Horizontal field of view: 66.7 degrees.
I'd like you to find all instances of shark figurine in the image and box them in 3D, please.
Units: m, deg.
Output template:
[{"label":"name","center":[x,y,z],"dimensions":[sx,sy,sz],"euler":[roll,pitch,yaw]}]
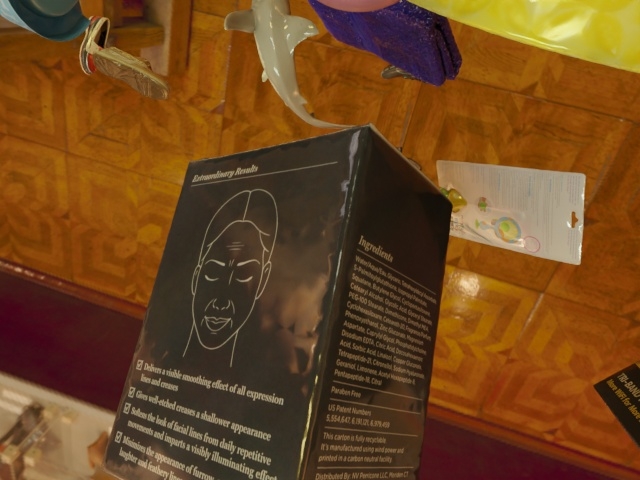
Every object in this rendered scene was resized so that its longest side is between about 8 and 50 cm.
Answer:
[{"label":"shark figurine","center":[-0.037,-0.284,0.757],"dimensions":[0.116,0.166,0.278],"euler":[-7,115,33]}]

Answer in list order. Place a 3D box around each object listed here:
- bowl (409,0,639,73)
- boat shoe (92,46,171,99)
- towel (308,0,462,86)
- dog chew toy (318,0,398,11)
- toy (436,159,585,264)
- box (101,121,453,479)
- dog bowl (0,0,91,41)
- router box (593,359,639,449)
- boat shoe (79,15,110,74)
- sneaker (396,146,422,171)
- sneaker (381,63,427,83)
[{"label":"bowl","center":[0.198,-0.232,0.339],"dimensions":[0.290,0.289,0.155],"euler":[17,125,5]},{"label":"boat shoe","center":[-0.292,-0.271,0.773],"dimensions":[0.136,0.045,0.050],"euler":[29,146,1]},{"label":"towel","center":[0.118,-0.417,0.958],"dimensions":[0.308,0.228,0.076],"euler":[34,97,27]},{"label":"dog chew toy","center":[0.022,-0.358,0.459],"dimensions":[0.207,0.332,0.206],"euler":[2,95,17]},{"label":"toy","center":[0.297,-0.058,0.766],"dimensions":[0.237,0.056,0.136],"euler":[15,124,45]},{"label":"box","center":[-0.041,0.104,0.580],"dimensions":[0.294,0.395,0.212],"euler":[-1,160,40]},{"label":"dog bowl","center":[-0.400,-0.446,0.747],"dimensions":[0.074,0.297,0.166],"euler":[15,158,19]},{"label":"router box","center":[0.409,0.162,0.398],"dimensions":[0.243,0.309,0.081],"euler":[-36,94,14]},{"label":"boat shoe","center":[-0.525,-0.456,1.139],"dimensions":[0.043,0.049,0.136],"euler":[13,93,16]},{"label":"sneaker","center":[0.145,-0.054,0.936],"dimensions":[0.102,0.268,0.153],"euler":[0,145,8]},{"label":"sneaker","center":[0.332,-0.574,1.643],"dimensions":[0.268,0.101,0.106],"euler":[-4,125,34]}]
